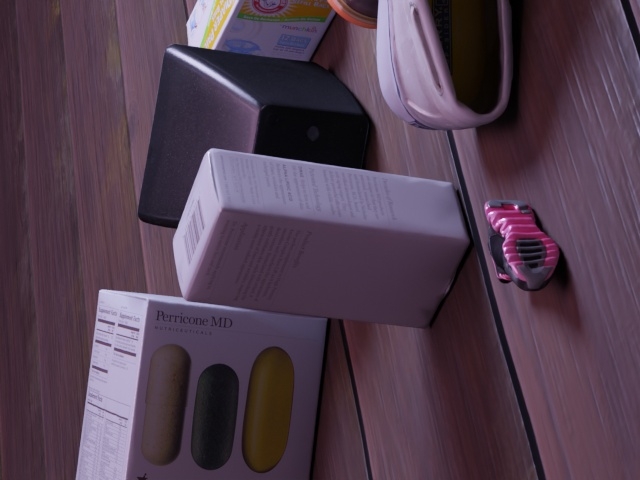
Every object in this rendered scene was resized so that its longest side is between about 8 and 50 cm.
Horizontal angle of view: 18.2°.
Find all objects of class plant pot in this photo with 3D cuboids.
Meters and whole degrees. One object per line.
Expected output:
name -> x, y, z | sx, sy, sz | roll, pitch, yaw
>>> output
plant pot -> -0.055, -0.084, 2.021 | 0.167, 0.187, 0.188 | 27, 109, 57

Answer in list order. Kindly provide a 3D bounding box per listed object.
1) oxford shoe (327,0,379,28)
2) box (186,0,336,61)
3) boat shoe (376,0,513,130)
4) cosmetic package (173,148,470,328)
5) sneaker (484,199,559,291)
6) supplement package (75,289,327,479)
oxford shoe -> 0.044, -0.333, 1.941 | 0.098, 0.097, 0.271 | -44, 43, 52
box -> -0.062, -0.252, 2.174 | 0.203, 0.114, 0.103 | 123, 148, -48
boat shoe -> 0.108, -0.270, 1.646 | 0.156, 0.136, 0.367 | 13, 107, 63
cosmetic package -> 0.000, 0.000, 1.740 | 0.085, 0.231, 0.117 | -103, 28, -43
sneaker -> 0.157, 0.015, 1.588 | 0.119, 0.047, 0.057 | -104, 21, -60
supplement package -> -0.129, 0.194, 2.080 | 0.198, 0.199, 0.262 | -176, 93, -70
